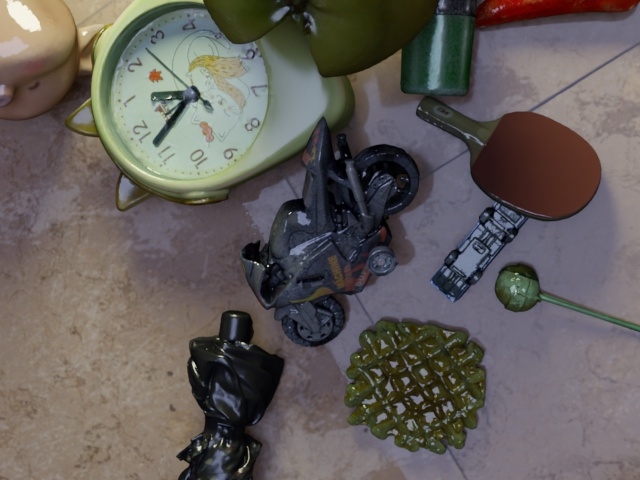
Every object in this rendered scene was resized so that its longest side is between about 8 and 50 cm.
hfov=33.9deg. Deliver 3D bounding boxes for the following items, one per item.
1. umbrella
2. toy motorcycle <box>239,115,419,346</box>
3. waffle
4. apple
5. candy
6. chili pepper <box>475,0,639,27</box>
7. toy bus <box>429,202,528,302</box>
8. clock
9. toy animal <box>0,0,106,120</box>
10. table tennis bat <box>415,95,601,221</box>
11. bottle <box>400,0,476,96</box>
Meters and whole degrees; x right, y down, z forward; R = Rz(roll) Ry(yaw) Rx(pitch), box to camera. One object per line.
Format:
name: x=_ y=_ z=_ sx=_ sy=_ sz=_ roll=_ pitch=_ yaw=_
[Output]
umbrella: x=-0.123 y=0.229 z=1.386 sx=0.121 sy=0.110 sz=0.273 roll=8 pitch=90 yaw=12
toy motorcycle: x=0.000 y=0.000 z=1.316 sx=0.173 sy=0.108 sz=0.307 roll=18 pitch=114 yaw=-16
waffle: x=0.122 y=0.190 z=1.362 sx=0.183 sy=0.036 sz=0.169 roll=10 pitch=97 yaw=12
apple: x=0.003 y=-0.321 z=1.158 sx=0.291 sy=0.254 sz=0.292 roll=9 pitch=137 yaw=8
candy: x=0.316 y=0.082 z=1.315 sx=0.202 sy=0.061 sz=0.061 roll=18 pitch=96 yaw=3
chili pepper: x=0.312 y=-0.306 z=1.285 sx=0.272 sy=0.063 sz=0.071 roll=-6 pitch=79 yaw=15
toy bus: x=0.203 y=0.007 z=1.322 sx=0.051 sy=0.061 sz=0.153 roll=41 pitch=102 yaw=9
clock: x=-0.157 y=-0.192 z=1.361 sx=0.348 sy=0.117 sz=0.286 roll=-33 pitch=86 yaw=13
toy animal: x=-0.426 y=-0.314 z=1.369 sx=0.237 sy=0.269 sz=0.326 roll=-17 pitch=57 yaw=12
table tennis bat: x=0.230 y=-0.113 z=1.308 sx=0.246 sy=0.022 sz=0.138 roll=31 pitch=69 yaw=16
bottle: x=0.149 y=-0.345 z=1.287 sx=0.093 sy=0.093 sz=0.330 roll=5 pitch=100 yaw=12
